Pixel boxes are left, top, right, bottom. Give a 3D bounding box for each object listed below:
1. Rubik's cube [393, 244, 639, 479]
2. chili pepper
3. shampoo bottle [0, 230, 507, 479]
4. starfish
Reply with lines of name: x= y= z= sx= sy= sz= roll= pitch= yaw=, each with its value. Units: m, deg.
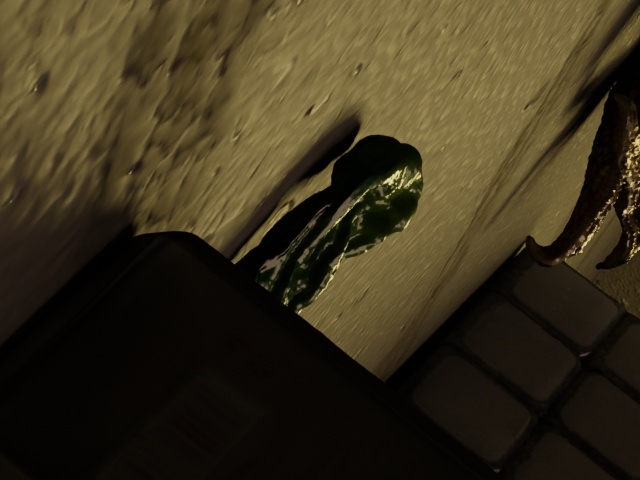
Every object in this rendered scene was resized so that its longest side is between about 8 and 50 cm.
Rubik's cube: x=0.138 y=0.274 z=1.358 sx=0.344 sy=0.343 sz=0.337 roll=-41 pitch=166 yaw=-50
chili pepper: x=0.000 y=0.000 z=0.584 sx=0.091 sy=0.030 sz=0.034 roll=-45 pitch=-165 yaw=-23
shampoo bottle: x=0.028 y=0.106 z=0.441 sx=0.080 sy=0.246 sz=0.079 roll=-46 pitch=169 yaw=-30
starfish: x=0.192 y=-0.080 z=1.149 sx=0.213 sy=0.057 sz=0.238 roll=-41 pitch=154 yaw=-61
